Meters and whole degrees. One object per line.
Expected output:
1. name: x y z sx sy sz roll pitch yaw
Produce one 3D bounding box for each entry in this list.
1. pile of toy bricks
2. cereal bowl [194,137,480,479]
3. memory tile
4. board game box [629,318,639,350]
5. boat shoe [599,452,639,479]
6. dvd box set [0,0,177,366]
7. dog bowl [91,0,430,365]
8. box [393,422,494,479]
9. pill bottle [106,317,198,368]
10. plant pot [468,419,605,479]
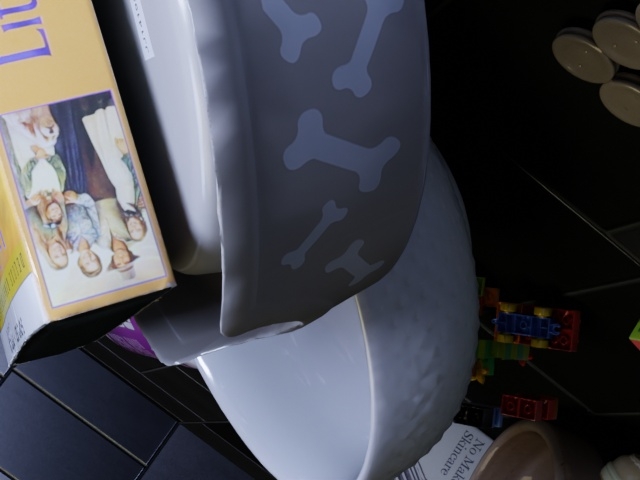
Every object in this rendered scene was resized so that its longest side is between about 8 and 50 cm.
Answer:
1. pile of toy bricks: 0.133 0.089 1.062 0.212 0.118 0.105 7 180 41
2. cereal bowl: 0.000 0.000 0.876 0.339 0.141 0.339 43 145 42
3. memory tile: 0.187 -0.080 0.626 0.113 0.012 0.148 40 162 -14
4. board game box: 0.294 0.082 0.804 0.092 0.043 0.181 44 161 -26
5. boat shoe: 0.374 0.260 1.087 0.285 0.089 0.104 34 -171 14
6. dvd box set: -0.186 -0.149 0.664 0.307 0.062 0.421 154 100 -72
7. dog bowl: -0.061 -0.113 0.592 0.349 0.102 0.349 163 90 -72
8. box: 0.069 0.210 1.465 0.275 0.113 0.094 35 162 -2
9. pill bottle: -0.147 0.041 1.321 0.169 0.169 0.301 43 161 -22
10. plant pot: 0.268 0.329 1.233 0.229 0.263 0.263 20 165 -10
